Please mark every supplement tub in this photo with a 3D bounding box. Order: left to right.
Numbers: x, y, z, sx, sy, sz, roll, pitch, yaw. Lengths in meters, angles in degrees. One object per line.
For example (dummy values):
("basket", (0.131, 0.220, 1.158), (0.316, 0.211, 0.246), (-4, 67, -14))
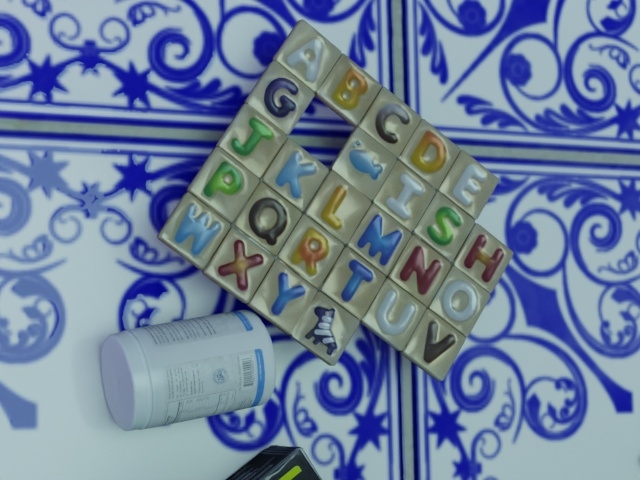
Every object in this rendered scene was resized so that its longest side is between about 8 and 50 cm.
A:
("supplement tub", (-0.091, 0.089, 1.109), (0.107, 0.071, 0.071), (-8, 88, -26))

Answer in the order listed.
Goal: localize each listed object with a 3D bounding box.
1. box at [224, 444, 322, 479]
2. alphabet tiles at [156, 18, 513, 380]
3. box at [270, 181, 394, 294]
("box", (-0.066, 0.307, 1.103), (0.270, 0.060, 0.216), (-38, 100, -24))
("alphabet tiles", (0.027, -0.012, 1.153), (0.237, 0.009, 0.198), (37, 69, -16))
("box", (0.000, 0.000, 1.173), (0.083, 0.052, 0.062), (-21, 94, -27))
